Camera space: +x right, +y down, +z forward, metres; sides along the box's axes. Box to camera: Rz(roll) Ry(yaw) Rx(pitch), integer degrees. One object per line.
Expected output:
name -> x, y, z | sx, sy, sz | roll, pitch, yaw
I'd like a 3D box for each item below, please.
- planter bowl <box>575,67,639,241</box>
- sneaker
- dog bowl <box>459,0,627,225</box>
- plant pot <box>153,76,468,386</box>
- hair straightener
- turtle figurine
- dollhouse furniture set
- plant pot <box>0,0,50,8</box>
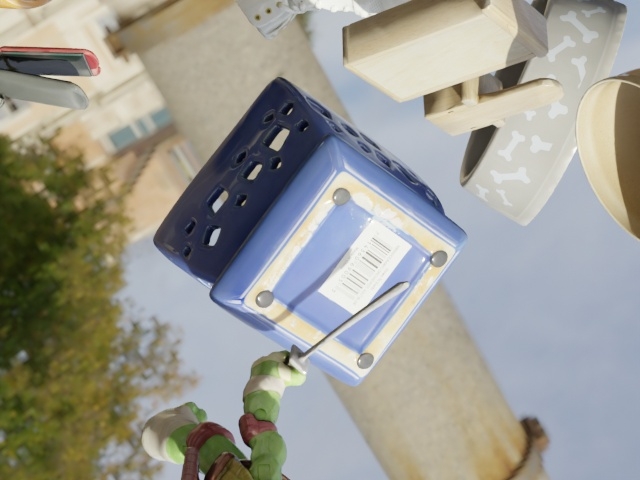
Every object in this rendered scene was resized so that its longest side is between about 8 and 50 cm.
planter bowl -> 0.315, -0.085, 1.186 | 0.109, 0.162, 0.162 | -27, -163, -22
sneaker -> 0.002, -0.307, 1.716 | 0.169, 0.292, 0.108 | -55, 175, 18
dog bowl -> 0.295, -0.195, 1.871 | 0.349, 0.102, 0.349 | -156, -90, -88
plant pot -> 0.000, 0.000, 1.430 | 0.236, 0.236, 0.212 | -53, -152, 4
hair straightener -> -0.329, -0.147, 1.298 | 0.230, 0.047, 0.089 | 7, -118, 6
turtle figurine -> -0.019, 0.198, 1.148 | 0.275, 0.198, 0.266 | -53, -155, -24
dollhouse furniture set -> 0.128, -0.335, 1.413 | 0.173, 0.303, 0.356 | -15, -116, 33
plant pot -> -0.318, -0.375, 1.633 | 0.188, 0.205, 0.205 | 10, -140, 30
